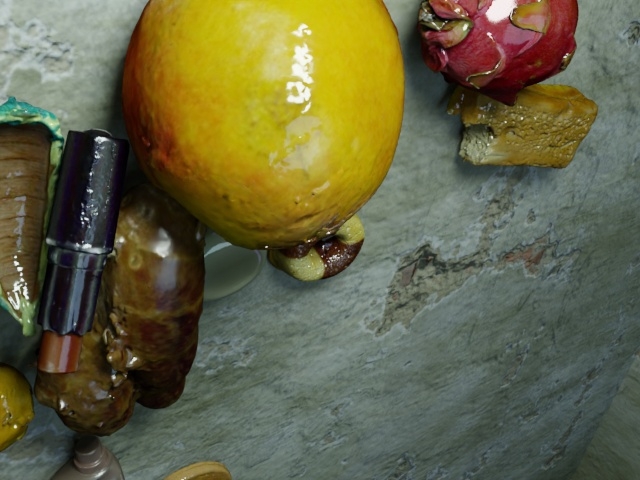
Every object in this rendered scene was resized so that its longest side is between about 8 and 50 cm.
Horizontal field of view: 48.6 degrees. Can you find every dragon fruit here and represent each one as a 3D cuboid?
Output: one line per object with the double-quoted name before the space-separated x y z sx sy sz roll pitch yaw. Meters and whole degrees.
"dragon fruit" 0.284 -0.340 1.112 0.250 0.250 0.315 -59 156 13

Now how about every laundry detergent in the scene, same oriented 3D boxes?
"laundry detergent" -0.418 0.444 1.211 0.171 0.076 0.237 -22 134 -28

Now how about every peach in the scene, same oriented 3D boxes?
"peach" -0.056 -0.179 0.859 0.372 0.372 0.290 -43 171 -6

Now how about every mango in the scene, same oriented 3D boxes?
"mango" -0.500 0.237 0.933 0.156 0.151 0.248 -35 159 36

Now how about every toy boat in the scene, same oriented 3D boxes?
"toy boat" -0.371 -0.030 0.860 0.108 0.099 0.293 -10 120 -38

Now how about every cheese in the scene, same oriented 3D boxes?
"cheese" -0.121 0.013 1.125 0.227 0.064 0.137 -26 139 -14

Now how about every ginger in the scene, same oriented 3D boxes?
"ginger" -0.280 0.111 0.994 0.254 0.176 0.419 -15 135 -40

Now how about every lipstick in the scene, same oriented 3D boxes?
"lipstick" -0.291 0.015 0.851 0.081 0.081 0.300 9 93 -46

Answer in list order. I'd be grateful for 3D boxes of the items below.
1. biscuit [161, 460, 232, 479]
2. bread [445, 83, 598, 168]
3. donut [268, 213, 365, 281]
"biscuit" -0.305 0.558 1.434 0.288 0.044 0.202 -43 140 -5
"bread" 0.381 -0.226 1.383 0.380 0.109 0.185 -1 130 -40
"donut" 0.000 0.000 1.241 0.184 0.073 0.166 -7 128 -37
